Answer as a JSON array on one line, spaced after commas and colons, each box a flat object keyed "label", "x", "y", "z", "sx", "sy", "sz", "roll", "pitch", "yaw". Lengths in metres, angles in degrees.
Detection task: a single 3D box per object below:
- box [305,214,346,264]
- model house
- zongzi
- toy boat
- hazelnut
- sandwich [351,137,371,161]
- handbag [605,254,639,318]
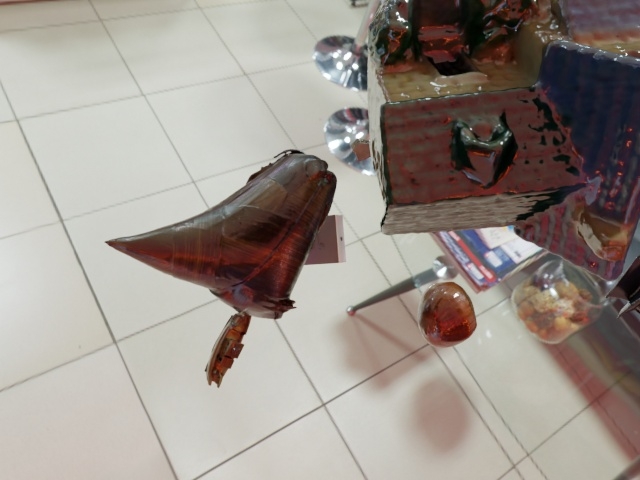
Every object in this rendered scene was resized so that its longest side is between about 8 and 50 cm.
[{"label": "box", "x": 0.000, "y": 0.000, "z": 1.438, "sx": 0.051, "sy": 0.130, "sz": 0.129, "roll": -1, "pitch": 86, "yaw": -59}, {"label": "model house", "x": 0.260, "y": -0.152, "z": 0.693, "sx": 0.382, "sy": 0.334, "sz": 0.342, "roll": -6, "pitch": 40, "yaw": 2}, {"label": "zongzi", "x": -0.181, "y": -0.069, "z": 1.124, "sx": 0.432, "sy": 0.208, "sz": 0.403, "roll": 31, "pitch": 80, "yaw": -40}, {"label": "toy boat", "x": -0.238, "y": 0.284, "z": 1.378, "sx": 0.064, "sy": 0.072, "sz": 0.206, "roll": 29, "pitch": 79, "yaw": -35}, {"label": "hazelnut", "x": 0.394, "y": 0.241, "z": 1.678, "sx": 0.214, "sy": 0.176, "sz": 0.214, "roll": 8, "pitch": 76, "yaw": -32}, {"label": "sandwich", "x": 0.177, "y": -0.362, "z": 2.048, "sx": 0.105, "sy": 0.093, "sz": 0.035, "roll": -17, "pitch": 47, "yaw": 16}, {"label": "handbag", "x": 0.891, "y": 0.081, "z": 1.294, "sx": 0.326, "sy": 0.269, "sz": 0.118, "roll": -12, "pitch": 60, "yaw": -7}]
